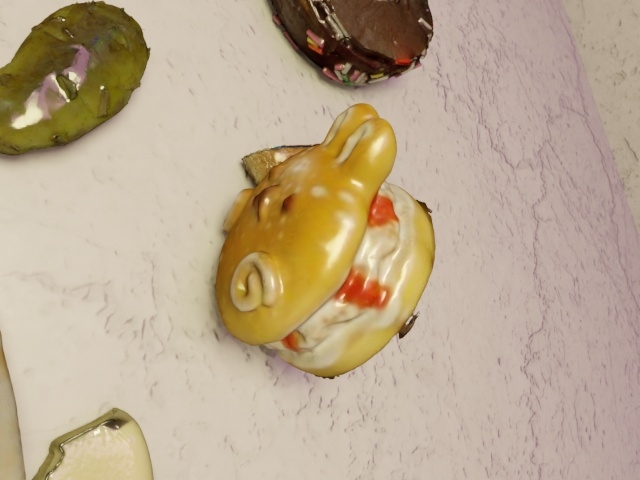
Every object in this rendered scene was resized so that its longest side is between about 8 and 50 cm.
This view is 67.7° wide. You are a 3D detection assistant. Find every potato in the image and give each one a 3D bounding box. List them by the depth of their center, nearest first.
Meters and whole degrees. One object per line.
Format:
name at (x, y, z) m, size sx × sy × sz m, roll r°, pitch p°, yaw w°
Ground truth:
potato at (-0.277, -0.178, 0.524) m, size 0.117 × 0.090 × 0.225 m, roll 35°, pitch 61°, yaw -10°

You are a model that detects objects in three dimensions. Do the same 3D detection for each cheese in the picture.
cheese at (-0.212, 0.310, 0.478) m, size 0.127 × 0.050 × 0.255 m, roll -18°, pitch 91°, yaw -41°

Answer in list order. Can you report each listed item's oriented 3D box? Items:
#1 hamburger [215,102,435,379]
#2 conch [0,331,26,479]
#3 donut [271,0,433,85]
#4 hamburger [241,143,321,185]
hamburger at (0.000, 0.000, 0.571) m, size 0.186 × 0.303 × 0.261 m, roll 37°, pitch 26°, yaw -30°
conch at (-0.326, 0.155, 0.402) m, size 0.158 × 0.127 × 0.255 m, roll -1°, pitch 54°, yaw -10°
donut at (0.063, -0.396, 0.832) m, size 0.345 × 0.136 × 0.259 m, roll -12°, pitch 88°, yaw -40°
hamburger at (-0.022, -0.092, 0.713) m, size 0.176 × 0.087 × 0.102 m, roll -12°, pitch 85°, yaw -43°
